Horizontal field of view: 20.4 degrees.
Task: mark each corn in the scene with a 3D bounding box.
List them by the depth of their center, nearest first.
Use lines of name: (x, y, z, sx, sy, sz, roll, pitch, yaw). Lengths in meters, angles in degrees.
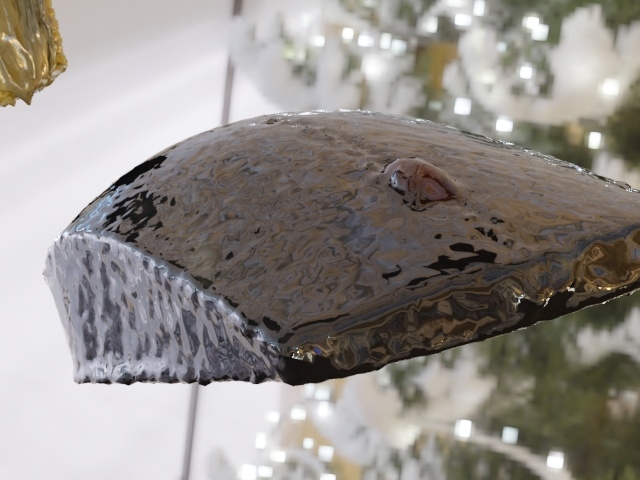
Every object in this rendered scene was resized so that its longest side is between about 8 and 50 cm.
corn: (-0.293, -0.239, 1.424, 0.123, 0.305, 0.122, -22, -174, -18)

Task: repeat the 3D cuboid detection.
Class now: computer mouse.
computer mouse: (-0.001, -0.005, 0.650, 0.168, 0.087, 0.295, -15, -175, -26)
